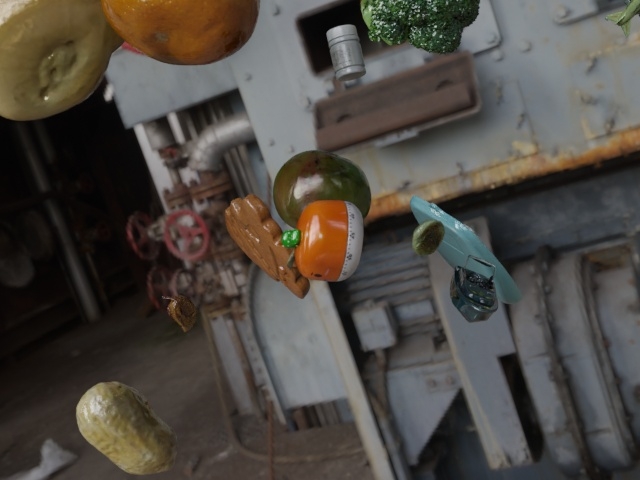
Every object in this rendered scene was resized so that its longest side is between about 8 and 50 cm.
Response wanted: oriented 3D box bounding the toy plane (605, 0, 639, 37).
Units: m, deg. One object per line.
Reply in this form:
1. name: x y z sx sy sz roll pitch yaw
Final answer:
1. toy plane: 0.508 -0.382 1.350 0.040 0.102 0.111 -26 -21 -51

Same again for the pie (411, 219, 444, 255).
1. pie: 0.212 -0.006 1.670 0.085 0.085 0.017 -24 42 -27

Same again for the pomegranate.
1. pomegranate: -0.003 -0.051 1.547 0.181 0.224 0.181 10 7 -1

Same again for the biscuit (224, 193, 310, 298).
1. biscuit: -0.139 0.006 1.924 0.043 0.284 0.306 -40 27 -20

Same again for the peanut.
1. peanut: -0.358 0.353 1.578 0.129 0.224 0.129 -33 20 13

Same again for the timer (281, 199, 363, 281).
1. timer: 0.000 0.000 1.328 0.136 0.136 0.099 -22 11 -19

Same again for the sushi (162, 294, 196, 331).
1. sushi: -0.269 0.136 1.631 0.047 0.099 0.050 12 42 37

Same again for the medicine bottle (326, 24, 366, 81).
1. medicine bottle: 0.048 -0.347 1.570 0.058 0.091 0.058 -12 -3 -1

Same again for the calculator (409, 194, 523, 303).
1. calculator: 0.346 0.021 2.051 0.054 0.386 0.256 -47 44 -6

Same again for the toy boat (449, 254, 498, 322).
1. toy boat: 0.311 0.103 1.698 0.092 0.103 0.246 22 15 2

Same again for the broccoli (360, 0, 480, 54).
1. broccoli: 0.124 -0.328 1.108 0.195 0.196 0.156 -25 12 -33

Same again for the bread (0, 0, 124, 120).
1. bread: -0.559 -0.437 1.596 0.348 0.376 0.253 -43 -41 16

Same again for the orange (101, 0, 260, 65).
1. orange: -0.210 -0.374 1.282 0.240 0.240 0.171 -14 52 30
